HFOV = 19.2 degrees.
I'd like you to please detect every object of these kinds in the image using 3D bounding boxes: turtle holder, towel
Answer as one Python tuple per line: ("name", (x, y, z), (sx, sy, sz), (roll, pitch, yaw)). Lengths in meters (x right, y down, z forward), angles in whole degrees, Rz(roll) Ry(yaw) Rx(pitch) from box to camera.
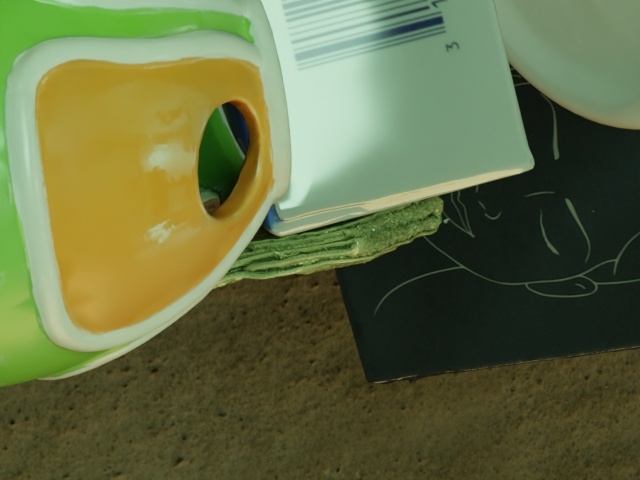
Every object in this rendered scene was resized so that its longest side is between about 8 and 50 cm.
("turtle holder", (-0.151, -0.055, 0.912), (0.227, 0.243, 0.320), (-14, -177, -16))
("towel", (0.000, 0.000, 1.052), (0.110, 0.027, 0.148), (-9, -173, 24))

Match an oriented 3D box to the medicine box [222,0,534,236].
("medicine box", (-0.008, -0.154, 1.092), (0.149, 0.263, 0.289), (-15, -174, -8))

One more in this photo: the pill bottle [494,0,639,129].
("pill bottle", (0.260, -0.234, 1.086), (0.363, 0.210, 0.210), (-35, -164, -28))

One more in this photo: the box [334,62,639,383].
("box", (0.236, -0.167, 1.562), (0.472, 0.480, 0.297), (-10, -170, 35))
